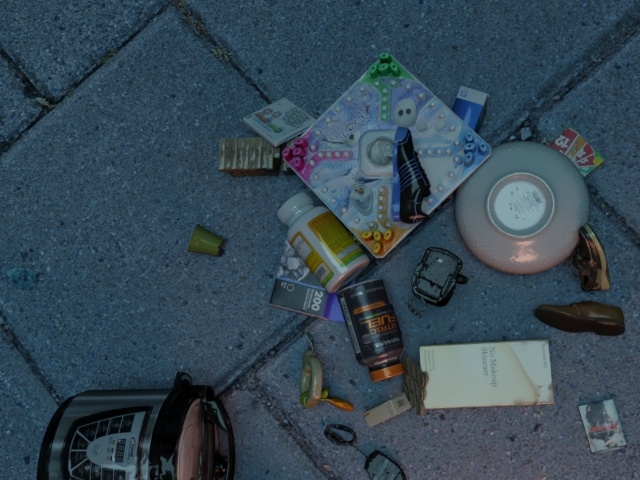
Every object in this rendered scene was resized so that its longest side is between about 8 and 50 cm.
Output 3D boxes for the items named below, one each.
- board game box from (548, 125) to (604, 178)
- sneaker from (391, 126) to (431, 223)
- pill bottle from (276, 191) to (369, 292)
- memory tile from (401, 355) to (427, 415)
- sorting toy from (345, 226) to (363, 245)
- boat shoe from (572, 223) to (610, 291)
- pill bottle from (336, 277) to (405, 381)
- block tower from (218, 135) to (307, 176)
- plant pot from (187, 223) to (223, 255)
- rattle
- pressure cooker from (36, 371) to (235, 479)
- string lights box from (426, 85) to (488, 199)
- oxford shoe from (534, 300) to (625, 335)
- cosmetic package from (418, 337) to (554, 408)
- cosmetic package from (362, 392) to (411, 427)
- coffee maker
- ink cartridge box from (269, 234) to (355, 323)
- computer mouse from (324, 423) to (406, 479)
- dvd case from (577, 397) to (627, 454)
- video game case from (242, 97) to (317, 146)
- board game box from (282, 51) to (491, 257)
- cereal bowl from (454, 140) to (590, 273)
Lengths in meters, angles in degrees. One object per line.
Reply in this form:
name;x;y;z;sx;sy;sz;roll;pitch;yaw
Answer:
board game box;0.589;-0.164;1.819;0.259;0.039;0.124;-42;78;4
sneaker;0.218;-0.155;1.673;0.090;0.081;0.232;1;87;13
pill bottle;0.000;0.000;1.791;0.136;0.136;0.246;-39;76;1
memory tile;0.229;0.355;1.732;0.012;0.148;0.113;0;101;-12
sorting toy;0.178;-0.086;1.864;0.274;0.046;0.132;-35;78;2
boat shoe;0.645;0.053;1.696;0.073;0.224;0.080;-23;42;12
pill bottle;0.136;0.229;1.781;0.130;0.130;0.246;-18;80;6
block tower;-0.102;-0.227;1.909;0.335;0.097;0.091;1;81;7
plant pot;-0.309;0.005;1.918;0.079;0.083;0.083;18;85;-1
rattle;0.014;0.330;1.818;0.142;0.130;0.200;0;55;-2
pressure cooker;-0.412;0.536;1.707;0.420;0.375;0.370;-2;112;8
string lights box;0.352;-0.249;1.816;0.076;0.133;0.260;21;85;14
oxford shoe;0.641;0.182;1.750;0.212;0.076;0.076;8;53;12
cosmetic package;0.402;0.327;1.733;0.309;0.113;0.160;-6;80;9
cosmetic package;0.165;0.422;1.752;0.115;0.060;0.041;-40;72;43
coffee maker;0.273;0.109;1.752;0.171;0.178;0.120;-41;75;-1
ink cartridge box;-0.012;0.097;1.868;0.208;0.045;0.206;13;83;10
computer mouse;0.112;0.547;1.788;0.242;0.041;0.071;35;79;19
dvd case;0.688;0.454;1.718;0.087;0.013;0.120;-14;80;7
video game case;-0.109;-0.322;1.901;0.143;0.019;0.157;-31;49;-22
board game box;0.155;-0.222;1.767;0.390;0.050;0.390;-44;73;4
cereal bowl;0.493;-0.084;1.739;0.338;0.141;0.339;0;88;17
